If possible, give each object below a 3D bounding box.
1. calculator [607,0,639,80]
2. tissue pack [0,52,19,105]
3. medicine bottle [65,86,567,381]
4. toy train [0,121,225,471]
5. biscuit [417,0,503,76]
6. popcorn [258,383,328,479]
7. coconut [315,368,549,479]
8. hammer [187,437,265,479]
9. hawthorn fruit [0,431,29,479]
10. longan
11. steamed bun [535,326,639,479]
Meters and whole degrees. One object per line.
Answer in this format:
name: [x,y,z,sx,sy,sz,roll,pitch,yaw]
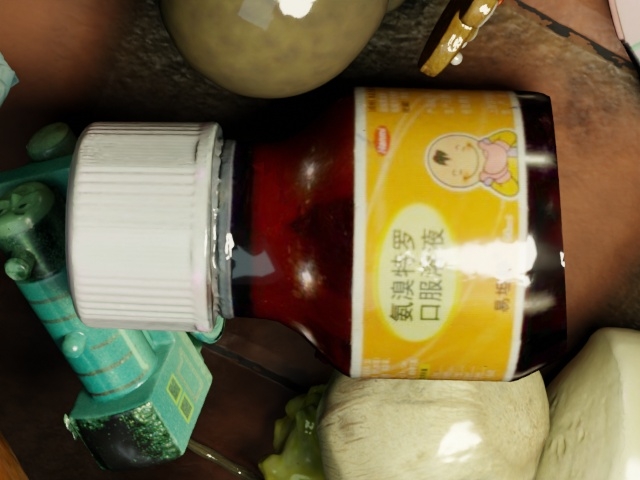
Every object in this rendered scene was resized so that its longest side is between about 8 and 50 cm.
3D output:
calculator: [0.362,-0.132,1.249,0.220,0.048,0.330,-19,125,26]
tissue pack: [-0.381,-0.072,1.340,0.177,0.263,0.089,-13,122,23]
medicine bottle: [0.000,0.000,1.288,0.395,0.242,0.242,-3,129,2]
toy train: [-0.193,0.047,1.439,0.120,0.194,0.298,-11,125,24]
biscuit: [0.132,-0.203,1.184,0.031,0.138,0.205,29,121,-8]
popcorn: [0.025,0.210,1.570,0.173,0.142,0.173,28,144,22]
coconut: [0.087,0.170,1.418,0.224,0.224,0.224,7,131,8]
hammer: [-0.086,0.242,1.678,0.292,0.058,0.029,32,135,-19]
hawthorn fruit: [-0.447,0.314,1.575,0.403,0.403,0.403,7,131,8]
longan: [-0.023,-0.191,1.228,0.204,0.159,0.185,-9,155,-27]
steamed bun: [0.337,0.318,1.469,0.371,0.290,0.456,17,132,-2]
